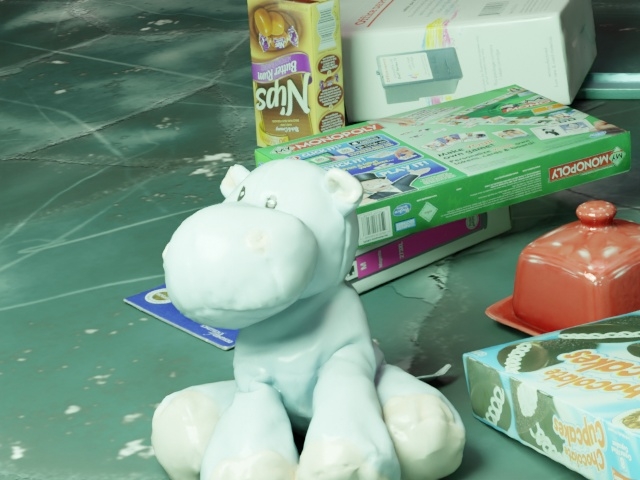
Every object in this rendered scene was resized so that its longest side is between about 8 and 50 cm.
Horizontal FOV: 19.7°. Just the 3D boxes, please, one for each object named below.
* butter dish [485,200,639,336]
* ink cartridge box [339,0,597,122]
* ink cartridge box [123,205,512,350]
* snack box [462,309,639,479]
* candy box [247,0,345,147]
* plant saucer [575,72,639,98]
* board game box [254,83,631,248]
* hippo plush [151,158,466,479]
[{"bbox_3d":[0.247,0.022,1.632,0.160,0.118,0.160,-20,26,-31],"label":"butter dish"},{"bbox_3d":[0.149,-0.238,2.286,0.353,0.119,0.207,-3,21,20],"label":"ink cartridge box"},{"bbox_3d":[0.000,0.000,1.834,0.371,0.069,0.176,-24,28,-33],"label":"ink cartridge box"},{"bbox_3d":[0.254,0.118,1.386,0.187,0.060,0.322,-13,11,-16],"label":"snack box"},{"bbox_3d":[-0.027,-0.195,2.151,0.053,0.187,0.109,-21,25,-40],"label":"candy box"},{"bbox_3d":[0.363,-0.189,2.262,0.192,0.018,0.067,3,23,19],"label":"plant saucer"},{"bbox_3d":[0.122,-0.081,1.855,0.317,0.046,0.213,-16,23,-22],"label":"board game box"},{"bbox_3d":[0.001,0.061,1.438,0.234,0.236,0.294,12,28,39],"label":"hippo plush"}]
